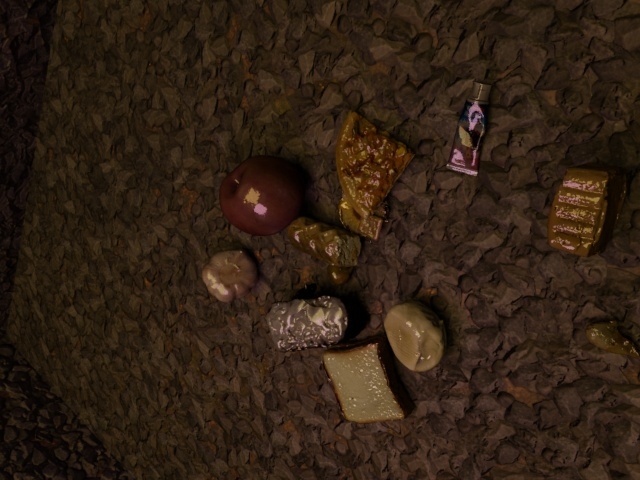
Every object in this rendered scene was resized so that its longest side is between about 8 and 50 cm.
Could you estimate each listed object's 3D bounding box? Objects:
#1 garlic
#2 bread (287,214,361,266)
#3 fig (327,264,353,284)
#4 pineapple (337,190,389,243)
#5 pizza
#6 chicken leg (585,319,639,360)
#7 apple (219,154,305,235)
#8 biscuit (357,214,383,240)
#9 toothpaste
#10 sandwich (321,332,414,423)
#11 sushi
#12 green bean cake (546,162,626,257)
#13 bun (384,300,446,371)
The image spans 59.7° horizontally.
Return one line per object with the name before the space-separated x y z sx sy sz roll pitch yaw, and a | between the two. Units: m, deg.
garlic | -0.355 0.135 2.198 0.218 0.219 0.212 67 166 2
bread | 0.000 0.000 1.918 0.268 0.130 0.152 23 148 37
fig | 0.074 0.112 1.945 0.098 0.082 0.084 -14 63 17
pineapple | 0.146 -0.097 1.861 0.221 0.047 0.221 11 109 35
pizza | 0.125 -0.242 1.777 0.258 0.087 0.268 38 106 24
chicken leg | 0.807 0.272 1.505 0.178 0.070 0.093 33 112 14
apple | -0.205 -0.160 1.930 0.306 0.235 0.305 -31 44 35
biscuit | 0.162 -0.049 1.821 0.083 0.018 0.081 28 118 28
toothpaste | 0.435 -0.321 1.611 0.096 0.061 0.266 22 119 27
sandwich | 0.156 0.493 1.959 0.271 0.099 0.301 -16 99 39
sushi | -0.018 0.266 1.969 0.349 0.207 0.234 -8 85 29
green bean cake | 0.669 -0.079 1.407 0.131 0.230 0.224 19 110 35
bun | 0.315 0.301 1.795 0.229 0.145 0.229 47 148 41
